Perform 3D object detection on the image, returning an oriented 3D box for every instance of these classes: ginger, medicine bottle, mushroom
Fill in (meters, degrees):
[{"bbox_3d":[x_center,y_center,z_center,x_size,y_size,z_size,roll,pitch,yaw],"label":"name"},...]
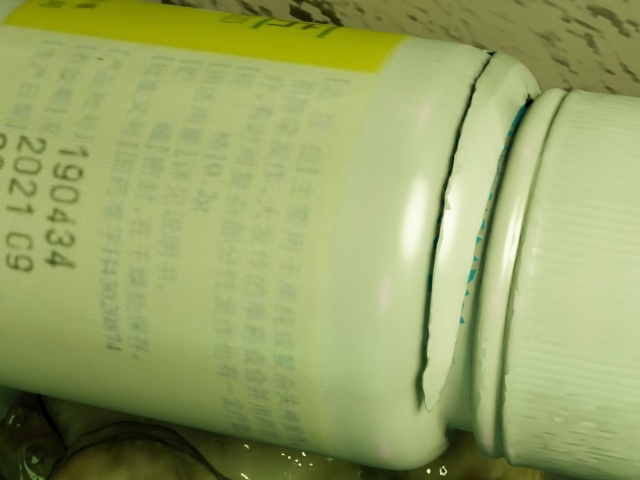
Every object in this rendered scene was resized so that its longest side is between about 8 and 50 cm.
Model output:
[{"bbox_3d":[-0.183,0.158,0.940,0.069,0.051,0.173,56,149,14],"label":"ginger"},{"bbox_3d":[0.000,0.000,0.498,0.258,0.143,0.143,11,149,17],"label":"medicine bottle"},{"bbox_3d":[-0.029,0.101,0.715,0.217,0.212,0.292,54,-176,34],"label":"mushroom"}]
